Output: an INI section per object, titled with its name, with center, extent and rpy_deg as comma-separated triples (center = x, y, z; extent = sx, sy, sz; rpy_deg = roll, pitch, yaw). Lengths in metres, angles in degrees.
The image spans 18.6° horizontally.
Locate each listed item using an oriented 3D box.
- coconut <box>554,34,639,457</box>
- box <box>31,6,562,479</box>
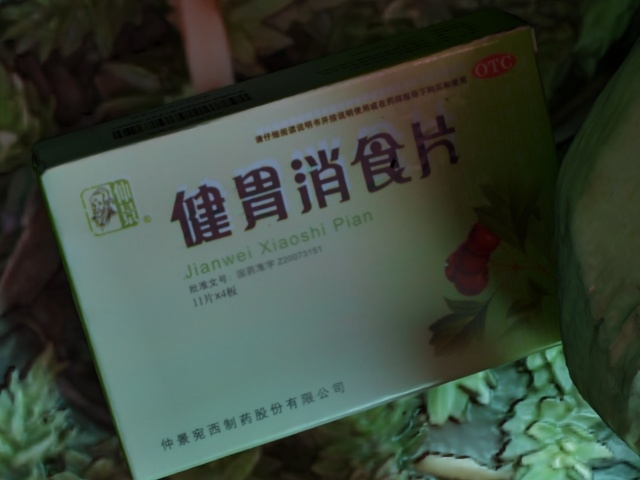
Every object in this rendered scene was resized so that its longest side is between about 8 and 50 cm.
[coconut]
center = 0.322, -0.017, 0.934
extent = 0.415, 0.345, 0.415
rpy_deg = -5, 113, -13
[box]
center = -0.001, 0.001, 1.014
extent = 0.260, 0.062, 0.175
rpy_deg = -17, 109, -7
